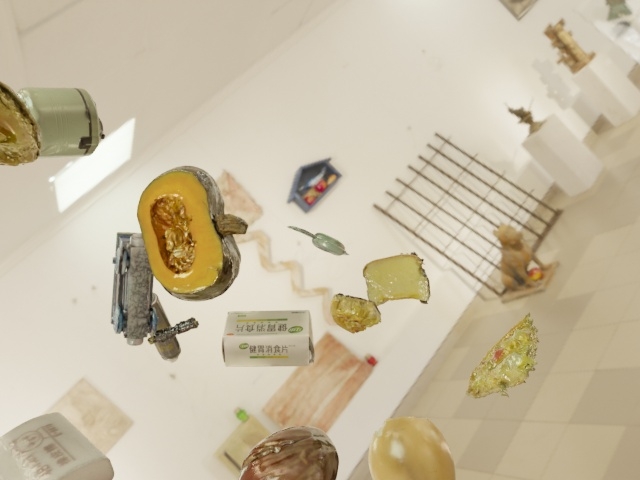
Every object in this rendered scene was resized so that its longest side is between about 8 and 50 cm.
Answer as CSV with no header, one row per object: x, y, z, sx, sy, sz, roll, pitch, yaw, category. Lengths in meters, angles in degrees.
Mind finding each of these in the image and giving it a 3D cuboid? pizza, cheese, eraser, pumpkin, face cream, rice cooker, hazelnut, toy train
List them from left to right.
-0.575,0.471,1.167,0.270,0.094,0.174,12,30,44,eraser
-0.792,-0.355,1.682,0.244,0.225,0.226,-16,-16,-39,rice cooker
-0.505,0.121,1.503,0.202,0.131,0.299,-158,74,-64,toy train
-0.503,0.284,1.746,0.073,0.073,0.283,-49,-37,-37,face cream
-0.278,-0.023,1.261,0.222,0.316,0.139,-16,-10,11,pumpkin
-0.064,0.447,1.050,0.212,0.181,0.180,-84,7,-69,hazelnut
0.000,0.000,1.002,0.067,0.121,0.026,7,72,66,cheese
0.072,0.156,1.155,0.160,0.099,0.035,64,-153,-55,pizza
0.484,0.296,1.412,0.280,0.075,0.287,-49,-7,-5,pizza

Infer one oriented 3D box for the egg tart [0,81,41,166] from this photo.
-0.732,-0.256,1.182,0.118,0.288,0.288,-35,7,17,egg tart

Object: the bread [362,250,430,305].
0.218,0.103,1.476,0.160,0.139,0.169,-10,0,24,bread

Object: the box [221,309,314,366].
-0.188,0.363,2.061,0.173,0.333,0.145,-92,1,-62,box

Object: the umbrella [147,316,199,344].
-0.391,0.241,1.473,0.144,0.037,0.040,-22,-7,10,umbrella

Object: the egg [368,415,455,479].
0.221,0.544,1.318,0.201,0.244,0.201,-15,-37,-12,egg
